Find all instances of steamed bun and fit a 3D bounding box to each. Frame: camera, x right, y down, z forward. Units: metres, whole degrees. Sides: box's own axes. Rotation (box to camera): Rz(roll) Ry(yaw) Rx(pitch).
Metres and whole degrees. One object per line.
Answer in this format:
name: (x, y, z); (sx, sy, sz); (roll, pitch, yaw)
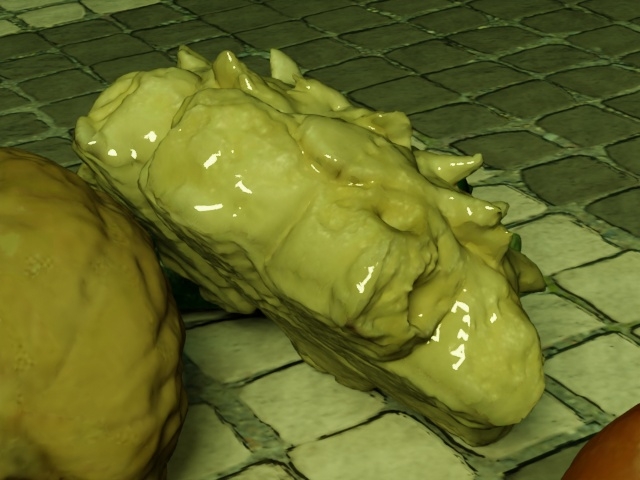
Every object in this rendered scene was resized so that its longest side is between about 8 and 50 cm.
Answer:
steamed bun: (0.014, -0.008, 0.772); (0.137, 0.292, 0.295); (-54, 5, -12)

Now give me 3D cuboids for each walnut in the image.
walnut: (-0.183, 0.059, 0.717); (0.224, 0.257, 0.257); (-51, 37, -3)

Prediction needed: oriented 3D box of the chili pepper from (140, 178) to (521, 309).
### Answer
chili pepper: (0.000, 0.000, 0.960); (0.271, 0.099, 0.136); (-3, 0, 16)

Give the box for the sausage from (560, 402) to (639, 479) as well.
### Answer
sausage: (0.194, 0.154, 0.531); (0.141, 0.153, 0.268); (-56, 38, -1)
